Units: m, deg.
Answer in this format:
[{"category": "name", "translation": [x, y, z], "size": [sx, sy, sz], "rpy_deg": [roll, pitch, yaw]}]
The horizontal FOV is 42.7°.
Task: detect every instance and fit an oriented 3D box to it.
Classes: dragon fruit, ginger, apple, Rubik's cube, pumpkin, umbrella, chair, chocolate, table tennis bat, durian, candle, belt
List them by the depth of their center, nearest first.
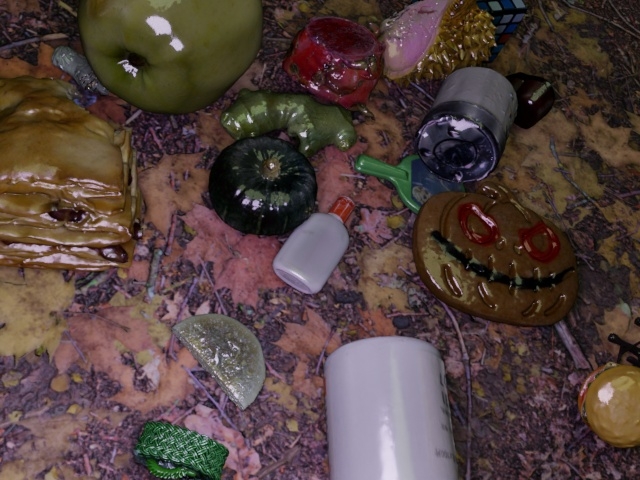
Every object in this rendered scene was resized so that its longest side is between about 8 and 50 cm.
[{"category": "belt", "translation": [-0.223, 0.342, 1.282], "size": [0.151, 0.121, 0.079], "rpy_deg": [17, 62, 6]}, {"category": "apple", "translation": [-0.287, -0.410, 1.551], "size": [0.357, 0.357, 0.358], "rpy_deg": [8, 59, -14]}, {"category": "pumpkin", "translation": [-0.108, -0.105, 1.553], "size": [0.211, 0.152, 0.212], "rpy_deg": [1, 53, -2]}, {"category": "umbrella", "translation": [-0.470, -0.336, 1.623], "size": [0.143, 0.062, 0.067], "rpy_deg": [38, 36, 12]}, {"category": "chair", "translation": [0.689, 0.269, 1.629], "size": [0.229, 0.106, 0.113], "rpy_deg": [29, 59, -2]}, {"category": "ginger", "translation": [-0.060, -0.242, 1.689], "size": [0.289, 0.089, 0.137], "rpy_deg": [14, 82, -16]}, {"category": "dragon fruit", "translation": [0.047, -0.385, 1.731], "size": [0.211, 0.147, 0.282], "rpy_deg": [-9, 44, -44]}, {"category": "table tennis bat", "translation": [0.193, -0.128, 1.735], "size": [0.257, 0.039, 0.161], "rpy_deg": [17, 56, -11]}, {"category": "candle", "translation": [0.328, -0.275, 1.771], "size": [0.187, 0.187, 0.330], "rpy_deg": [29, 48, 0]}, {"category": "durian", "translation": [0.276, -0.428, 1.815], "size": [0.195, 0.305, 0.186], "rpy_deg": [21, 55, -37]}, {"category": "chocolate", "translation": [0.462, -0.315, 1.896], "size": [0.080, 0.125, 0.148], "rpy_deg": [-39, 42, -23]}, {"category": "Rubik's cube", "translation": [0.340, -0.538, 1.925], "size": [0.182, 0.187, 0.184], "rpy_deg": [-11, 68, -24]}]

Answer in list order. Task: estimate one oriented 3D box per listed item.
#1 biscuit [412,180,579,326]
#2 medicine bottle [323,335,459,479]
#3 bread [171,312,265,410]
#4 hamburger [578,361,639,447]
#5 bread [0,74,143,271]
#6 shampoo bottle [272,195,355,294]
[{"category": "biscuit", "translation": [0.364, 0.017, 1.677], "size": [0.367, 0.063, 0.314], "rpy_deg": [14, 63, -13]}, {"category": "medicine bottle", "translation": [0.116, 0.361, 1.328], "size": [0.210, 0.211, 0.372], "rpy_deg": [5, 60, -15]}, {"category": "bread", "translation": [-0.158, 0.192, 1.438], "size": [0.112, 0.036, 0.193], "rpy_deg": [-36, 77, -32]}, {"category": "hamburger", "translation": [0.567, 0.307, 1.541], "size": [0.161, 0.115, 0.162], "rpy_deg": [0, 91, 0]}, {"category": "bread", "translation": [-0.467, -0.140, 1.436], "size": [0.314, 0.191, 0.370], "rpy_deg": [1, 60, -16]}, {"category": "shampoo bottle", "translation": [0.000, 0.000, 1.588], "size": [0.108, 0.051, 0.221], "rpy_deg": [32, 57, 4]}]
